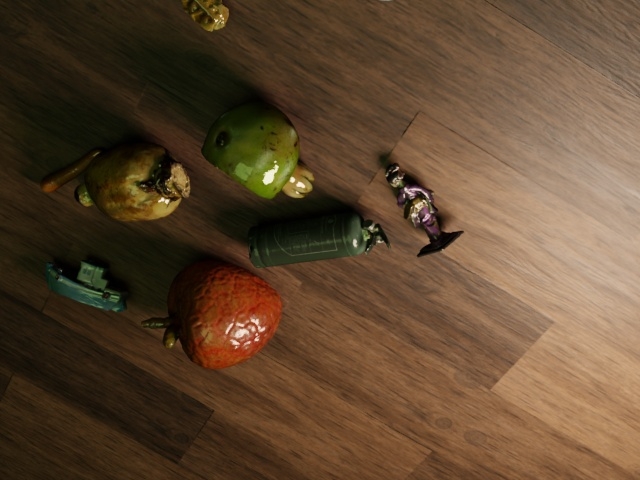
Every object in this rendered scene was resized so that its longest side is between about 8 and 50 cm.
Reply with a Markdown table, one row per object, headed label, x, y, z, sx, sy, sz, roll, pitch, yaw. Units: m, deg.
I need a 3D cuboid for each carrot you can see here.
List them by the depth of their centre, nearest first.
| label | x | y | z | sx | sy | sz | roll | pitch | yaw |
| --- | --- | --- | --- | --- | --- | --- | --- | --- | --- |
| carrot | -0.548 | -0.157 | 2.071 | 0.190 | 0.037 | 0.037 | -26 | 112 | 24 |

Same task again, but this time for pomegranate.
| label | x | y | z | sx | sy | sz | roll | pitch | yaw |
| --- | --- | --- | --- | --- | --- | --- | --- | --- | --- |
| pomegranate | -0.103 | -0.175 | 1.851 | 0.241 | 0.190 | 0.159 | 37 | 99 | -8 |

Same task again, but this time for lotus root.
| label | x | y | z | sx | sy | sz | roll | pitch | yaw |
| --- | --- | --- | --- | --- | --- | --- | --- | --- | --- |
| lotus root | -0.400 | -0.124 | 1.986 | 0.314 | 0.141 | 0.169 | -4 | 118 | 28 |

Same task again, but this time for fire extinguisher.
| label | x | y | z | sx | sy | sz | roll | pitch | yaw |
| --- | --- | --- | --- | --- | --- | --- | --- | --- | --- |
| fire extinguisher | 0.000 | 0.000 | 1.973 | 0.311 | 0.114 | 0.095 | -9 | 134 | 19 |

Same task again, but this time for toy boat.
| label | x | y | z | sx | sy | sz | roll | pitch | yaw |
| --- | --- | --- | --- | --- | --- | --- | --- | --- | --- |
| toy boat | -0.549 | 0.093 | 2.210 | 0.215 | 0.088 | 0.102 | 18 | 90 | 5 |

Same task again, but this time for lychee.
| label | x | y | z | sx | sy | sz | roll | pitch | yaw |
| --- | --- | --- | --- | --- | --- | --- | --- | --- | --- |
| lychee | -0.237 | 0.162 | 2.059 | 0.300 | 0.255 | 0.255 | -3 | 128 | -25 |

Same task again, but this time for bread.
| label | x | y | z | sx | sy | sz | roll | pitch | yaw |
| --- | --- | --- | --- | --- | --- | --- | --- | --- | --- |
| bread | -0.224 | -0.448 | 1.783 | 0.066 | 0.060 | 0.110 | -44 | 106 | 2 |

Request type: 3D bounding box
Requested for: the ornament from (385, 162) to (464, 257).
| label | x | y | z | sx | sy | sz | roll | pitch | yaw |
| --- | --- | --- | --- | --- | --- | --- | --- | --- | --- |
| ornament | 0.192 | -0.068 | 1.907 | 0.203 | 0.088 | 0.081 | 53 | 145 | -5 |
